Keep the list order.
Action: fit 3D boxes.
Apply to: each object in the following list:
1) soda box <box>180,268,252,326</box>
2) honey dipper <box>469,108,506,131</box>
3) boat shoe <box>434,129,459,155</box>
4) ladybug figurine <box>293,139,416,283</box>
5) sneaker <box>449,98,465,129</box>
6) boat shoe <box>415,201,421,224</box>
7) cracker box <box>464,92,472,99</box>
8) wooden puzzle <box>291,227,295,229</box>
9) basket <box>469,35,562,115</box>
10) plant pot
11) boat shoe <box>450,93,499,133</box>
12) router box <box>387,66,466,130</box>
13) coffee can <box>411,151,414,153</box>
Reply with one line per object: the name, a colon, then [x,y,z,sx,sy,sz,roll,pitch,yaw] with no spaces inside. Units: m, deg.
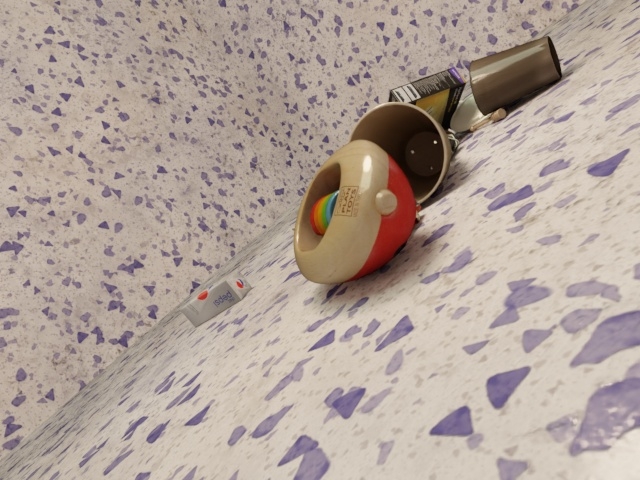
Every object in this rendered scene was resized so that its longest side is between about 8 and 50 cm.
soda box: [-0.396,0.220,1.907,0.286,0.098,0.091,-31,11,32]
honey dipper: [0.517,-0.369,1.578,0.030,0.030,0.160,-40,5,-17]
boat shoe: [0.383,-0.297,1.544,0.079,0.084,0.233,-35,6,19]
ladybug figurine: [0.069,-0.047,1.064,0.449,0.161,0.305,-178,104,-74]
sneaker: [0.509,-0.458,1.878,0.132,0.086,0.228,-41,10,-8]
boat shoe: [0.197,-0.045,1.122,0.043,0.049,0.137,18,38,25]
cracker box: [0.657,-0.577,1.950,0.232,0.067,0.155,-41,10,-28]
wooden puzzle: [-0.044,-0.142,2.425,0.239,0.044,0.221,-50,11,-8]
basket: [0.583,-0.498,1.511,0.226,0.154,0.204,-15,49,37]
plant pot: [0.239,-0.224,1.334,0.256,0.257,0.274,-32,-6,29]
boat shoe: [0.579,-0.461,1.679,0.319,0.116,0.099,-42,-36,18]
router box: [0.338,-0.419,1.728,0.242,0.081,0.309,-24,-24,-12]
coffee can: [0.188,-0.233,1.596,0.275,0.201,0.201,-41,10,-21]
